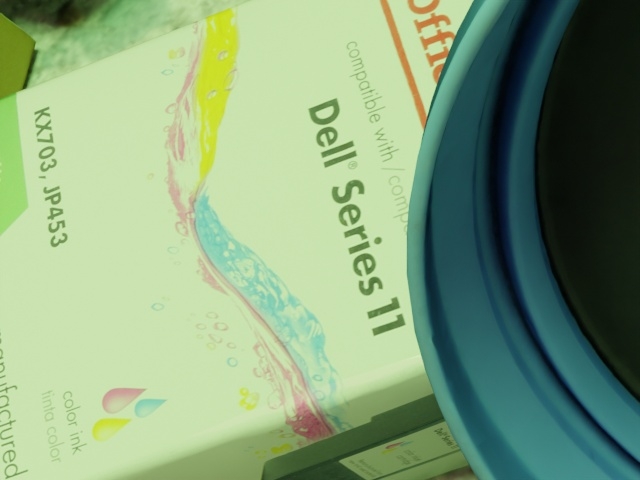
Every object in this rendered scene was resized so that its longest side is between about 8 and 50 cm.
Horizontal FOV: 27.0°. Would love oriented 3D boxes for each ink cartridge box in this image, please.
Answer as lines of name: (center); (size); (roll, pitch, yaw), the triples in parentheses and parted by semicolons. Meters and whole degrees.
ink cartridge box: (0.000, 0.000, 0.584); (0.353, 0.119, 0.207); (-21, 58, 8)

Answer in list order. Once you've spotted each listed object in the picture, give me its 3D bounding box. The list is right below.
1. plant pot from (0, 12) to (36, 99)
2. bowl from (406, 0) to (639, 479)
plant pot: (-0.215, -0.084, 0.730); (0.081, 0.081, 0.083); (0, 75, 19)
bowl: (0.221, 0.004, 0.364); (0.391, 0.391, 0.077); (-3, 39, 18)
